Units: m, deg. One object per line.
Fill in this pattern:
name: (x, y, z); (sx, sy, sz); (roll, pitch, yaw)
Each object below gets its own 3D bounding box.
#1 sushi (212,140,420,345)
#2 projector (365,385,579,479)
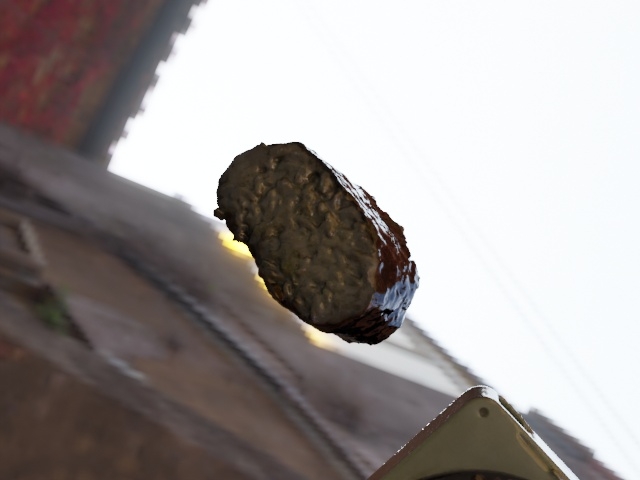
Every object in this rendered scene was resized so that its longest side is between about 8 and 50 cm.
sushi: (0.000, 0.000, 1.322); (0.090, 0.078, 0.150); (-44, -116, 7)
projector: (0.120, 0.290, 1.565); (0.259, 0.257, 0.079); (-43, -176, 8)
